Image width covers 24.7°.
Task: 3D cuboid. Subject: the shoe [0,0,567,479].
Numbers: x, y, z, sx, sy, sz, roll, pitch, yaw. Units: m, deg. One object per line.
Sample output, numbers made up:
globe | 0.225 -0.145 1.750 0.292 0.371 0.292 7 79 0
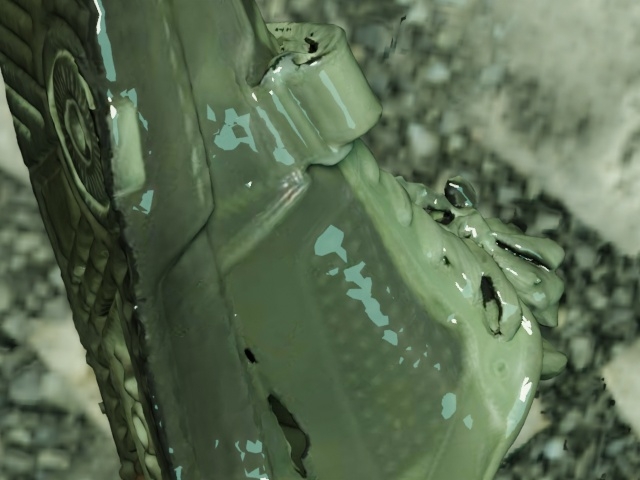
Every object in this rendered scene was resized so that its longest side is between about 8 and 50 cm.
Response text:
shoe | 0.002 0.000 0.437 0.149 0.109 0.293 -17 108 -18
